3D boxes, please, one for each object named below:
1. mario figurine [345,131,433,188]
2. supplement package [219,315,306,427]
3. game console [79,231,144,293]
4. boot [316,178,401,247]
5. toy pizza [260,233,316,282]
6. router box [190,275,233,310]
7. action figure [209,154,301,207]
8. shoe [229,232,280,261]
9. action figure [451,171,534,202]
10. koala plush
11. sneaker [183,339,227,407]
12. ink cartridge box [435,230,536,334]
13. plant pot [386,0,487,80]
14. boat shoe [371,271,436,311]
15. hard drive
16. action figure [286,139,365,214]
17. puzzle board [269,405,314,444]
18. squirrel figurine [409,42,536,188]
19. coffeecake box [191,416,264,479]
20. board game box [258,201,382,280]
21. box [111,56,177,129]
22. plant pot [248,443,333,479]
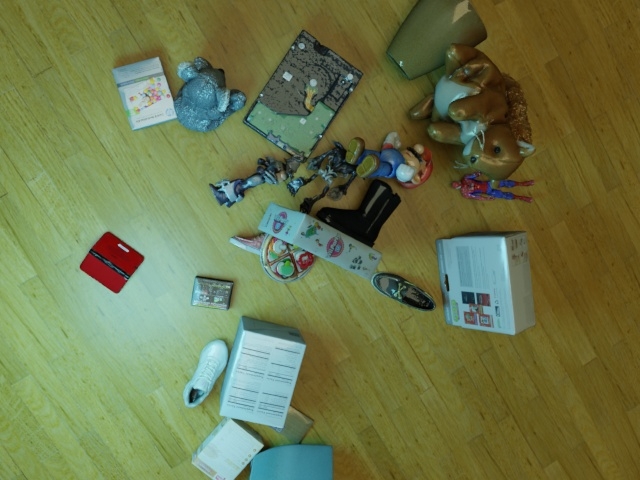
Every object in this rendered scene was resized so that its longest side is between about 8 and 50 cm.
[{"bbox_3d":[0.238,-0.261,1.736,0.321,0.170,0.198,0,79,-43],"label":"mario figurine"},{"bbox_3d":[-0.182,0.399,1.749,0.198,0.199,0.262,15,92,-11],"label":"supplement package"},{"bbox_3d":[-0.641,0.069,1.744,0.144,0.085,0.124,38,57,-11],"label":"game console"},{"bbox_3d":[0.125,-0.108,1.786,0.247,0.094,0.207,28,92,-32],"label":"boot"},{"bbox_3d":[-0.094,0.038,1.781,0.201,0.032,0.201,-8,105,-30],"label":"toy pizza"},{"bbox_3d":[-0.341,0.166,1.786,0.123,0.038,0.092,10,93,-9],"label":"router box"},{"bbox_3d":[-0.184,-0.192,1.716,0.285,0.185,0.099,-25,102,4],"label":"action figure"},{"bbox_3d":[-0.192,0.002,1.786,0.178,0.063,0.081,21,90,-15],"label":"shoe"},{"bbox_3d":[0.576,-0.173,1.856,0.281,0.139,0.091,4,93,-7],"label":"action figure"},{"bbox_3d":[-0.328,-0.424,1.632,0.196,0.221,0.203,41,79,-10],"label":"koala plush"},{"bbox_3d":[-0.354,0.424,1.767,0.090,0.115,0.232,24,91,-10],"label":"sneaker"},{"bbox_3d":[0.534,0.129,1.851,0.130,0.272,0.309,-13,98,-39],"label":"ink cartridge box"},{"bbox_3d":[0.338,-0.625,1.750,0.254,0.237,0.237,-41,100,12],"label":"plant pot"},{"bbox_3d":[0.277,0.168,1.867,0.228,0.069,0.081,25,91,-10],"label":"boat shoe"},{"bbox_3d":[-0.055,-0.443,1.766,0.237,0.064,0.338,33,89,-10],"label":"hard drive"},{"bbox_3d":[0.023,-0.202,1.765,0.276,0.141,0.164,-37,92,-24],"label":"action figure"},{"bbox_3d":[-0.099,0.603,1.876,0.128,0.011,0.096,36,90,-9],"label":"puzzle board"},{"bbox_3d":[0.524,-0.350,1.717,0.397,0.281,0.370,-4,56,-34],"label":"squirrel figurine"},{"bbox_3d":[-0.297,0.673,1.821,0.142,0.068,0.185,43,87,-11],"label":"coffeecake box"},{"bbox_3d":[0.000,0.000,1.680,0.303,0.224,0.097,27,88,-33],"label":"board game box"},{"bbox_3d":[-0.525,-0.440,1.706,0.145,0.038,0.186,-17,98,-7],"label":"box"},{"bbox_3d":[-0.107,0.789,1.759,0.252,0.248,0.247,12,108,-4],"label":"plant pot"}]
